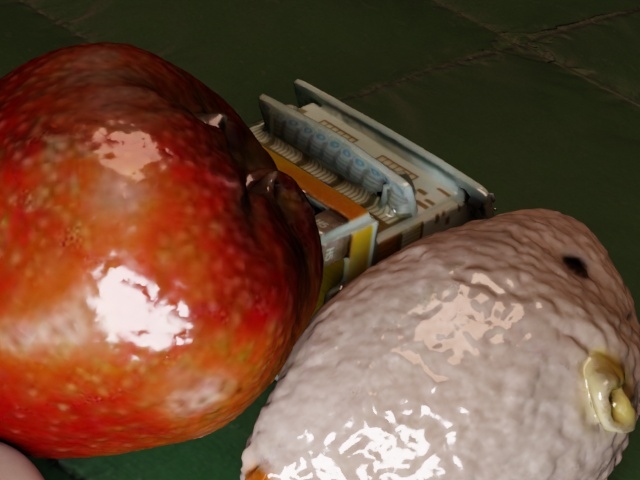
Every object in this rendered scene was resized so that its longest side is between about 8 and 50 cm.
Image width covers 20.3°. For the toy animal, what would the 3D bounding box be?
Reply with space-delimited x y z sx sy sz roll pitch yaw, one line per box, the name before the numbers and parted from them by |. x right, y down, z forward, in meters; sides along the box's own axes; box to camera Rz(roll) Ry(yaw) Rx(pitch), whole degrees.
toy animal | 0.105 0.111 1.302 0.358 0.188 0.226 -30 69 -24

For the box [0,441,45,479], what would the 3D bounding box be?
box | -0.266 0.191 1.151 0.200 0.088 0.146 -6 32 -26

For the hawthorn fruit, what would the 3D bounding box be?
hawthorn fruit | -0.184 0.029 1.237 0.369 0.284 0.284 -24 30 8

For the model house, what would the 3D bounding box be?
model house | 0.000 0.000 1.464 0.224 0.198 0.215 31 41 32
